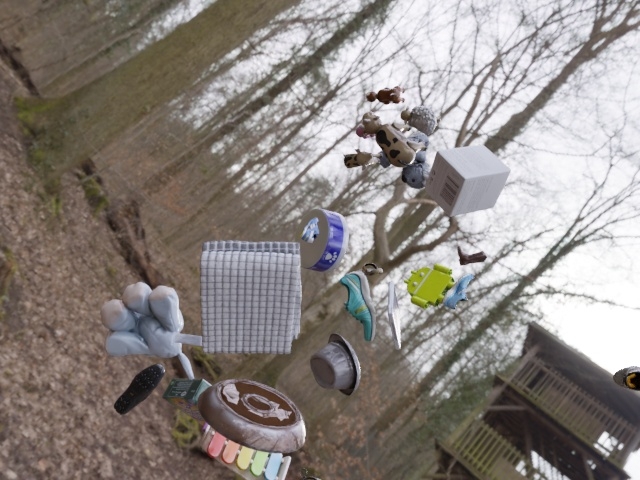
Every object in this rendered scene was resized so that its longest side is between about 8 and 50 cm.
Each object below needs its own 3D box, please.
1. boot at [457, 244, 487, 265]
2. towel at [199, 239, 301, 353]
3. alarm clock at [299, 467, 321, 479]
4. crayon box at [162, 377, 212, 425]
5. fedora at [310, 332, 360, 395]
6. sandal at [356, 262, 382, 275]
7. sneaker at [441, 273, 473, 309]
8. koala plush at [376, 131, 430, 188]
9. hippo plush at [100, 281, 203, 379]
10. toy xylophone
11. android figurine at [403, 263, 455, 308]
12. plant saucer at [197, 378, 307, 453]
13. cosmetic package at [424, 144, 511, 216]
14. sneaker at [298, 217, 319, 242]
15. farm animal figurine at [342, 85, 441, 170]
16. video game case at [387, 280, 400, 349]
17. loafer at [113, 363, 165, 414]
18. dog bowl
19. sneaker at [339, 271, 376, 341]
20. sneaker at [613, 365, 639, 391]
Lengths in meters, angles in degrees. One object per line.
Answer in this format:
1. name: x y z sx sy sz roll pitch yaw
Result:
1. boot: 0.623 0.054 2.147 0.037 0.114 0.106 -84 159 -51
2. towel: -0.165 0.134 1.252 0.121 0.234 0.284 -100 -168 -60
3. alarm clock: -0.042 1.053 2.206 0.064 0.129 0.192 38 14 -48
4. crayon box: -0.380 0.612 1.869 0.203 0.083 0.323 -13 -49 43
5. fedora: 0.042 0.504 2.089 0.275 0.124 0.244 28 -60 58
6. sandal: 0.196 0.114 2.101 0.180 0.072 0.049 165 -91 -73
7. sneaker: 0.536 0.198 2.002 0.073 0.162 0.063 39 -6 15
8. koala plush: 0.381 -0.307 2.130 0.221 0.203 0.196 61 -21 -14
9. hippo plush: -0.471 0.221 1.529 0.294 0.235 0.236 17 8 -10
10. toy xylophone: -0.243 0.653 1.693 0.322 0.081 0.236 35 29 -15
11. android figurine: 0.528 0.218 2.515 0.272 0.248 0.056 25 -23 43
12. plant saucer: -0.172 0.452 1.395 0.310 0.050 0.310 22 7 -3
13. cosmetic package: 0.454 -0.189 1.626 0.151 0.183 0.151 58 -32 39
14. sneaker: -0.034 -0.036 2.006 0.059 0.144 0.053 34 -52 0
15. farm animal figurine: 0.205 -0.343 1.758 0.327 0.172 0.330 43 -52 34
16. video game case: 0.289 0.290 2.042 0.201 0.023 0.184 -77 156 -57
17. loafer: -0.606 0.496 1.767 0.076 0.223 0.078 45 7 6
18. dog bowl: 0.000 0.000 2.230 0.104 0.265 0.265 13 5 -33
19. sneaker: 0.146 0.260 2.027 0.107 0.109 0.276 129 -54 -75
20. sneaker: 1.087 0.476 1.805 0.092 0.088 0.225 4 -13 -5
